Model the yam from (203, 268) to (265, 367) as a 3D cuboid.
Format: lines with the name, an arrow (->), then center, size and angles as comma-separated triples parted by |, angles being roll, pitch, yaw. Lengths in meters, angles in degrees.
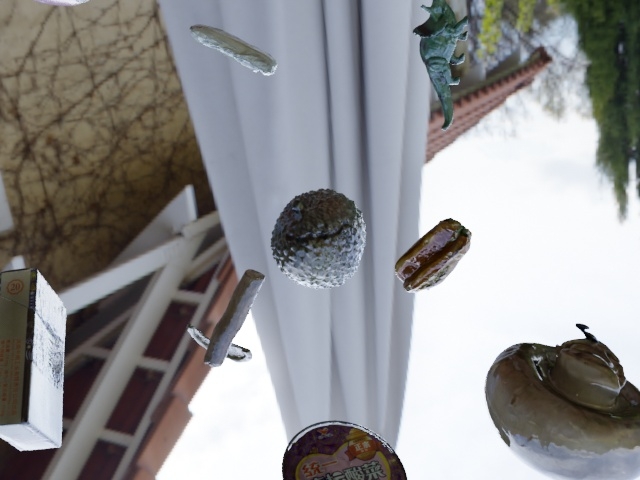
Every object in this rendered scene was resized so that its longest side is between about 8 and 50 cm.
yam -> -0.185, 0.167, 1.699 | 0.056, 0.241, 0.057 | 25, -162, -9

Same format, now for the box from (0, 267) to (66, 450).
box -> -0.568, 0.235, 1.553 | 0.084, 0.198, 0.310 | -6, -117, -2

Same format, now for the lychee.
lychee -> 0.000, 0.000, 2.005 | 0.255, 0.274, 0.255 | -24, -151, 14

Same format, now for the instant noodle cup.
instant noodle cup -> 0.035, 0.685, 2.082 | 0.339, 0.266, 0.340 | 11, -140, -9

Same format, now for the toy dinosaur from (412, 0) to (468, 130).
toy dinosaur -> 0.280, -0.399, 1.743 | 0.119, 0.292, 0.079 | -17, -163, 10

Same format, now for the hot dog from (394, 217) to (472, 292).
hot dog -> 0.268, 0.041, 1.885 | 0.072, 0.115, 0.269 | -6, 157, -33

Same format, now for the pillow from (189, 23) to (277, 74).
pillow -> -0.211, -0.469, 1.953 | 0.229, 0.051, 0.128 | 24, -161, -12

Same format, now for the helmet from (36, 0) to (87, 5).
helmet -> -0.512, -0.518, 1.479 | 0.253, 0.198, 0.154 | -22, 173, -44

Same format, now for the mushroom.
mushroom -> 0.514, 0.319, 1.607 | 0.362, 0.295, 0.362 | 18, -162, -6

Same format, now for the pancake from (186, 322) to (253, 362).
pancake -> -0.265, 0.278, 2.134 | 0.190, 0.184, 0.020 | -2, -129, 42
